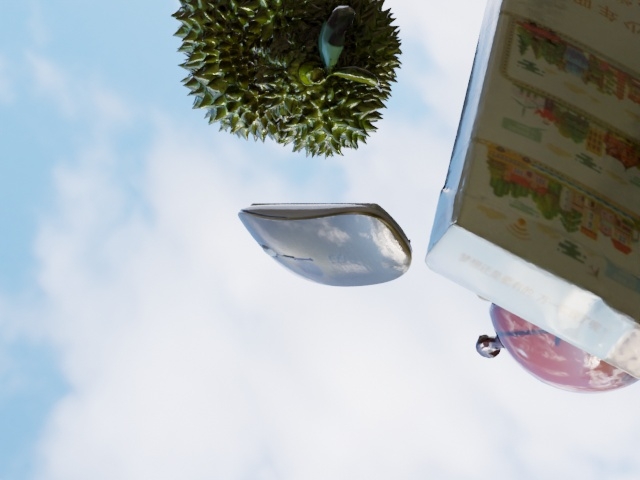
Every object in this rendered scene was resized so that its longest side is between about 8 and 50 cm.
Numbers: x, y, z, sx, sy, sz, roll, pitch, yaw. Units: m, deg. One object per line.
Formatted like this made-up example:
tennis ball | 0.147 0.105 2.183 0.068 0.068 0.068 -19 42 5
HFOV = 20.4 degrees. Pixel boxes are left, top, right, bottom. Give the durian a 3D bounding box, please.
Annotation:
durian | -0.020 -0.135 1.336 0.198 0.146 0.159 38 -159 29

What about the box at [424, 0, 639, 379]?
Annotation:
box | 0.115 -0.042 0.715 0.122 0.032 0.220 28 -139 -9

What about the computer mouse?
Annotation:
computer mouse | -0.001 0.001 1.743 0.102 0.199 0.045 53 -126 -35

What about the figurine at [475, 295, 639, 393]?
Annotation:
figurine | 0.319 0.075 1.896 0.320 0.323 0.196 6 -83 -54
